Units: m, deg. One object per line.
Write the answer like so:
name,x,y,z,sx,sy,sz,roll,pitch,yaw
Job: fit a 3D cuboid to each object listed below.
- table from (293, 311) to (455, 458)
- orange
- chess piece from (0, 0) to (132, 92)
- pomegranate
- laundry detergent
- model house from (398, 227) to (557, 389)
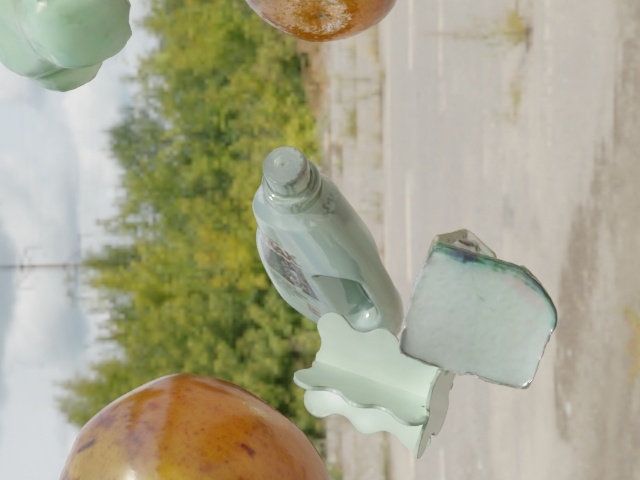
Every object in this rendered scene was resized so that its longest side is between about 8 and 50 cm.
table,0.075,0.198,1.680,0.166,0.198,0.166,18,-90,-72
orange,-0.001,-0.360,1.543,0.224,0.224,0.170,96,178,-65
chess piece,-0.161,-0.196,0.583,0.176,0.175,0.298,-95,-5,-50
pomegranate,-0.108,0.252,1.027,0.264,0.264,0.264,179,90,-87
laundry detergent,0.000,0.000,1.812,0.125,0.264,0.398,-47,-27,-16
model house,0.116,0.044,0.855,0.100,0.100,0.088,-51,-21,-74
